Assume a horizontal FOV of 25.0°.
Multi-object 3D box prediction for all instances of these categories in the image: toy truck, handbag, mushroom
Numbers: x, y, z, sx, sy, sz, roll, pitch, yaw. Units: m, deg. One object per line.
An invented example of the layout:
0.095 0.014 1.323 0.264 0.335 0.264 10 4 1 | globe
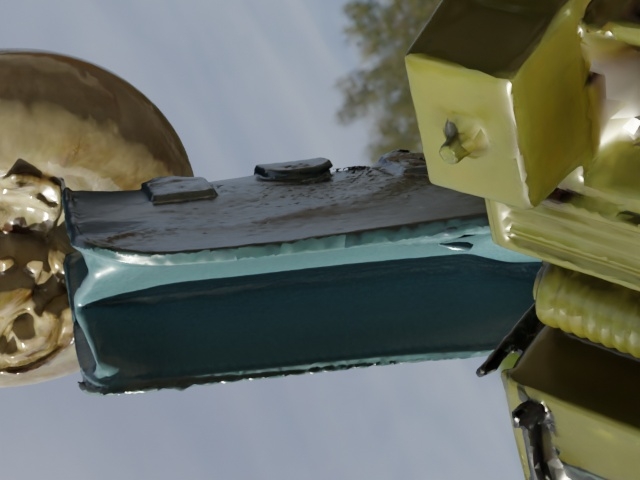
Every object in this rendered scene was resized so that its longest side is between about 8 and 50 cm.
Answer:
0.105 0.015 0.406 0.127 0.127 0.257 -50 -40 -28 | toy truck
0.000 0.000 0.645 0.179 0.229 0.062 -125 31 -70 | handbag
-0.178 -0.002 0.839 0.226 0.226 0.178 46 -174 -44 | mushroom
